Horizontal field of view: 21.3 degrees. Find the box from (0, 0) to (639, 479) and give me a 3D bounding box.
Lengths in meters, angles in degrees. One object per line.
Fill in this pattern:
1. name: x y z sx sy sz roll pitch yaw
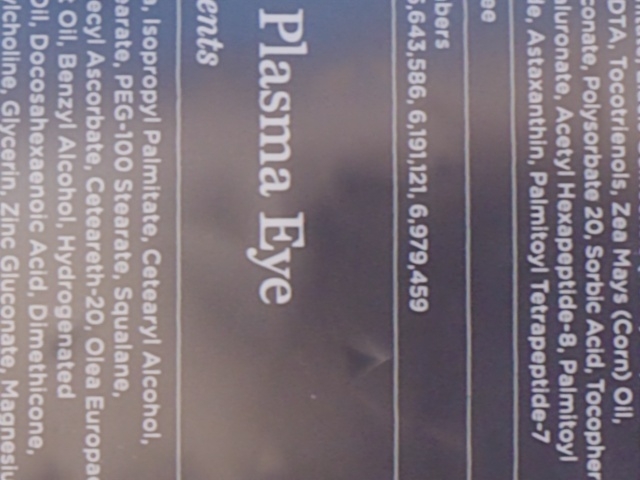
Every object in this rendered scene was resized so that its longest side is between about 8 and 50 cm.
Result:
1. box: 0.000 0.000 0.533 0.312 0.343 0.179 -1 87 -3
